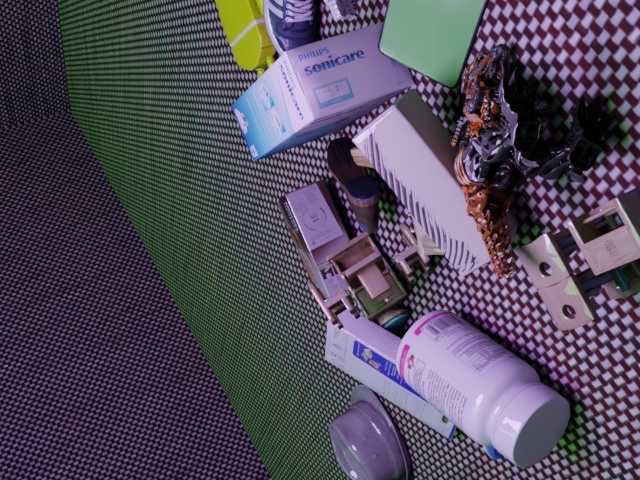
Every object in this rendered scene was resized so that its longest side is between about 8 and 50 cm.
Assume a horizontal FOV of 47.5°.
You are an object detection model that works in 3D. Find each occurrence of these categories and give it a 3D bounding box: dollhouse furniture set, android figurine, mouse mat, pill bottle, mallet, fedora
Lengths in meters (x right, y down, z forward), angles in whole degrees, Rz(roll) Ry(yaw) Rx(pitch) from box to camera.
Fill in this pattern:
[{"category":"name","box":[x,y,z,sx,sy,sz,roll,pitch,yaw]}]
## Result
[{"category":"dollhouse furniture set","box":[0.083,0.051,1.425,0.161,0.212,0.242,57,180,16]},{"category":"android figurine","box":[-0.164,-0.499,1.623,0.248,0.056,0.272,-15,97,64]},{"category":"mouse mat","box":[0.167,-0.334,1.109,0.153,0.007,0.189,32,144,16]},{"category":"pill bottle","box":[0.277,0.253,1.263,0.283,0.160,0.160,36,141,48]},{"category":"mallet","box":[0.276,-0.154,1.082,0.190,0.039,0.062,42,144,35]},{"category":"fedora","box":[0.108,0.520,1.852,0.275,0.124,0.244,62,154,10]},{"category":"dollhouse furniture set","box":[0.375,0.018,0.921,0.128,0.129,0.184,63,149,8]}]

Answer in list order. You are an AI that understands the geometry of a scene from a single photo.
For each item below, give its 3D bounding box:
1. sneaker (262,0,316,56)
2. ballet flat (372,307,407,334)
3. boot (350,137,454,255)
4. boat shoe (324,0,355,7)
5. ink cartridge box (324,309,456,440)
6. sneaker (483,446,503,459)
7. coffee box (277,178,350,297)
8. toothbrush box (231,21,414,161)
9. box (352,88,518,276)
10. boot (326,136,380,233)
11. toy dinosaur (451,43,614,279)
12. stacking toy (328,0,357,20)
[{"category":"sneaker","box":[-0.039,-0.467,1.357,0.153,0.099,0.282,23,128,58]},{"category":"ballet flat","box":[0.134,0.186,1.595,0.067,0.073,0.206,65,154,27]},{"category":"boot","box":[0.163,-0.080,1.283,0.262,0.095,0.203,12,121,49]},{"category":"boat shoe","box":[0.027,-0.495,1.256,0.066,0.066,0.183,14,131,51]},{"category":"ink cartridge box","box":[0.160,0.278,1.538,0.333,0.065,0.165,31,145,20]},{"category":"sneaker","box":[0.346,0.364,1.337,0.084,0.058,0.152,-134,38,-53]},{"category":"coffee box","box":[0.000,0.000,1.635,0.246,0.098,0.141,67,167,0]},{"category":"toothbrush box","box":[-0.005,-0.265,1.323,0.295,0.216,0.126,-21,93,63]},{"category":"box","box":[0.180,-0.089,1.111,0.094,0.113,0.275,-36,96,32]},{"category":"boot","box":[0.065,-0.111,1.444,0.219,0.082,0.106,-108,4,-46]},{"category":"toy dinosaur","box":[0.256,-0.118,0.980,0.218,0.164,0.321,-28,76,61]},{"category":"stacking toy","box":[0.064,-0.479,1.158,0.167,0.052,0.221,-16,94,45]}]
